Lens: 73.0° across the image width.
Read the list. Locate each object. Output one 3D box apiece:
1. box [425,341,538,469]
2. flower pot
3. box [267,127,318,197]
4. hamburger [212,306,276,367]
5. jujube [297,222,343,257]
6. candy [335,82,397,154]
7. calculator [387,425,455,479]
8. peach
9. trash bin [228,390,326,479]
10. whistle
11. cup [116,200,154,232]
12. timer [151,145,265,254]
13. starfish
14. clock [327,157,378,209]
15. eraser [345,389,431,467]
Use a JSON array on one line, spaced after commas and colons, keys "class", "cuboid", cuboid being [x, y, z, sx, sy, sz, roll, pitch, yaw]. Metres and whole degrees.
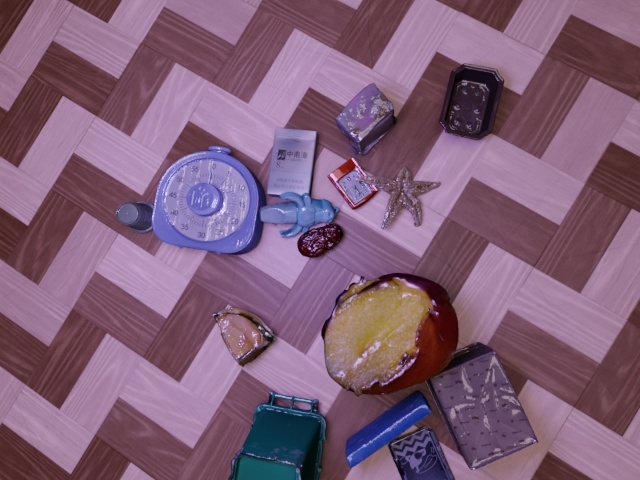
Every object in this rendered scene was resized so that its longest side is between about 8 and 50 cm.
[{"class": "box", "cuboid": [0.486, 0.510, 1.360, 0.225, 0.190, 0.296, -24, 84, 2]}, {"class": "flower pot", "cuboid": [0.509, -0.463, 1.482, 0.179, 0.084, 0.250, 14, 88, 6]}, {"class": "box", "cuboid": [-0.098, -0.272, 1.541, 0.156, 0.067, 0.242, 8, 87, 5]}, {"class": "hamburger", "cuboid": [-0.268, 0.314, 1.501, 0.155, 0.135, 0.207, -39, 68, -14]}, {"class": "jujube", "cuboid": [0.001, 0.002, 1.497, 0.166, 0.104, 0.104, -19, 84, 1]}, {"class": "candy", "cuboid": [0.157, -0.406, 1.473, 0.195, 0.185, 0.137, -43, 78, 6]}, {"class": "calculator", "cuboid": [0.348, 0.772, 1.436, 0.166, 0.028, 0.273, -23, 85, 1]}, {"class": "peach", "cuboid": [0.208, 0.296, 1.315, 0.417, 0.339, 0.352, -16, 127, -18]}, {"class": "trash bin", "cuboid": [-0.124, 0.660, 1.316, 0.260, 0.381, 0.294, 8, 86, 6]}, {"class": "whistle", "cuboid": [-0.071, -0.098, 1.490, 0.274, 0.186, 0.093, -5, 45, -11]}, {"class": "cup", "cuboid": [-0.663, -0.091, 1.551, 0.120, 0.141, 0.119, 0, 84, 4]}, {"class": "timer", "cuboid": [-0.382, -0.145, 1.510, 0.396, 0.173, 0.394, -1, 86, 7]}, {"class": "starfish", "cuboid": [0.267, -0.147, 1.483, 0.296, 0.048, 0.230, 6, 84, -9]}, {"class": "clock", "cuboid": [0.113, -0.194, 1.515, 0.113, 0.061, 0.155, -37, 87, -6]}, {"class": "eraser", "cuboid": [0.215, 0.604, 1.403, 0.312, 0.144, 0.042, -36, 85, 2]}]
